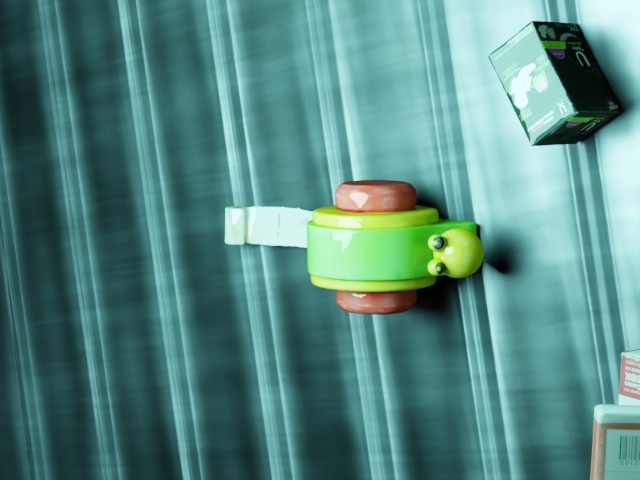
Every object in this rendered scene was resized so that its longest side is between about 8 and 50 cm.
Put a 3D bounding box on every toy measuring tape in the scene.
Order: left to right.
[{"bbox_3d":[0.000,0.000,1.479,0.330,0.121,0.121,7,99,45],"label":"toy measuring tape"}]

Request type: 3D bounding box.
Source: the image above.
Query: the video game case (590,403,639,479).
[{"bbox_3d":[0.285,0.258,1.191,0.204,0.025,0.285,2,98,0],"label":"video game case"}]

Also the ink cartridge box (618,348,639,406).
[{"bbox_3d":[0.263,0.146,1.241,0.056,0.099,0.135,11,102,46],"label":"ink cartridge box"}]

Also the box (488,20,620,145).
[{"bbox_3d":[0.181,-0.121,1.320,0.052,0.062,0.083,-37,68,39],"label":"box"}]
